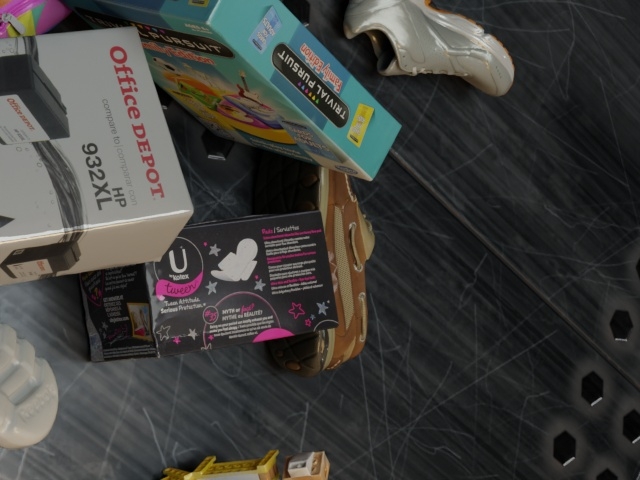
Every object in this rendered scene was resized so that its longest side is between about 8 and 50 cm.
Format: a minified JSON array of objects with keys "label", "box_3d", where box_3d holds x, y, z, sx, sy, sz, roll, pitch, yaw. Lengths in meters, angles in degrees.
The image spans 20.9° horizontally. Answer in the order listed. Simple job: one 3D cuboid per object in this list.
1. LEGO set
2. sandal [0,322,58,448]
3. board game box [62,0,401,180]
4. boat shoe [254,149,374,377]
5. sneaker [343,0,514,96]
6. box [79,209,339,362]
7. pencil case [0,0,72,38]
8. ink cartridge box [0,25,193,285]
[{"label":"LEGO set","box_3d":[-0.125,0.319,1.982,0.287,0.132,0.107,-16,103,-14]},{"label":"sandal","box_3d":[-0.445,0.079,1.769,0.416,0.102,0.169,47,33,-19]},{"label":"board game box","box_3d":[-0.102,-0.199,1.896,0.336,0.253,0.079,40,73,-48]},{"label":"boat shoe","box_3d":[0.000,0.000,2.114,0.120,0.122,0.324,-5,98,-42]},{"label":"sneaker","box_3d":[0.132,-0.245,2.242,0.262,0.099,0.121,33,76,-22]},{"label":"box","box_3d":[-0.130,0.050,1.976,0.247,0.163,0.142,-7,89,-36]},{"label":"pencil case","box_3d":[-0.305,-0.277,1.906,0.236,0.104,0.104,-42,111,-32]},{"label":"ink cartridge box","box_3d":[-0.311,-0.081,1.747,0.307,0.129,0.223,-9,71,-27]}]
